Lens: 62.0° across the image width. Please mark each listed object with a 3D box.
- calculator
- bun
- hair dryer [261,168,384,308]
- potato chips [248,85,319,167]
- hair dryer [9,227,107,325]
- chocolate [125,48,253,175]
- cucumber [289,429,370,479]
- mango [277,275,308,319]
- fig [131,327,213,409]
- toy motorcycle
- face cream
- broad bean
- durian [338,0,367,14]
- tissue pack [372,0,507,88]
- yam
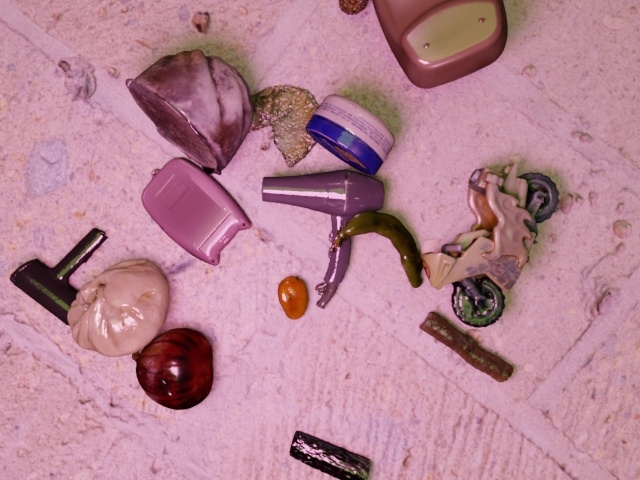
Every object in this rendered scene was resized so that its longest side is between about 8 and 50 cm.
[{"bbox_3d":[-0.336,-0.083,1.392,0.294,0.043,0.194,42,94,3],"label":"calculator"},{"bbox_3d":[-0.502,0.163,1.310,0.259,0.160,0.259,-9,61,17],"label":"bun"},{"bbox_3d":[0.000,0.000,1.344,0.301,0.121,0.361,2,100,-3],"label":"hair dryer"},{"bbox_3d":[-0.106,-0.307,1.382,0.220,0.029,0.202,21,92,0],"label":"potato chips"},{"bbox_3d":[-0.655,0.072,1.401,0.197,0.089,0.251,39,87,2],"label":"hair dryer"},{"bbox_3d":[-0.284,-0.334,1.284,0.303,0.303,0.213,41,77,2],"label":"chocolate"},{"bbox_3d":[0.020,0.569,1.378,0.211,0.062,0.078,20,93,3],"label":"cucumber"},{"bbox_3d":[-0.071,0.149,1.374,0.080,0.060,0.114,-3,90,-10],"label":"mango"},{"bbox_3d":[-0.397,0.322,1.344,0.249,0.186,0.204,1,110,11],"label":"fig"},{"bbox_3d":[0.403,-0.003,1.293,0.237,0.169,0.410,29,88,-4],"label":"toy motorcycle"},{"bbox_3d":[0.074,-0.256,1.280,0.206,0.206,0.111,33,92,2],"label":"face cream"},{"bbox_3d":[0.162,0.011,1.315,0.292,0.049,0.144,25,88,-28],"label":"broad bean"},{"bbox_3d":[0.083,-0.610,1.336,0.080,0.080,0.091,13,80,3],"label":"durian"},{"bbox_3d":[0.262,-0.560,1.236,0.267,0.277,0.387,-22,89,11],"label":"tissue pack"},{"bbox_3d":[0.369,0.273,1.352,0.253,0.061,0.061,35,93,1],"label":"yam"}]
